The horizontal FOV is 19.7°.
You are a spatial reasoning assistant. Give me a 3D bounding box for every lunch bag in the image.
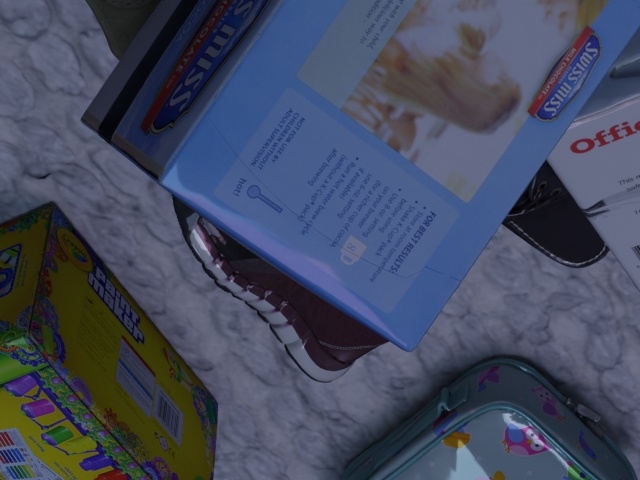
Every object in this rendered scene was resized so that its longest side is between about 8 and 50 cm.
[{"bbox_3d":[0.155,0.248,1.765,0.224,0.108,0.279,44,117,-9],"label":"lunch bag"}]

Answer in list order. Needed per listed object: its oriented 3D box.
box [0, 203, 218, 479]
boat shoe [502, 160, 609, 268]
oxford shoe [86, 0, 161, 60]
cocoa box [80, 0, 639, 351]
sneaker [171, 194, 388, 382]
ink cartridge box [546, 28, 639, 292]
[{"bbox_3d":[-0.288,0.166,1.676,0.279,0.177,0.290,-22,127,18],"label":"box"},{"bbox_3d":[0.151,-0.063,1.527,0.103,0.092,0.285,-27,124,24],"label":"boat shoe"},{"bbox_3d":[-0.085,-0.158,1.460,0.130,0.123,0.348,-10,130,38],"label":"oxford shoe"},{"bbox_3d":[0.039,-0.142,1.282,0.231,0.228,0.347,35,90,-24],"label":"cocoa box"},{"bbox_3d":[0.000,0.000,1.591,0.163,0.106,0.281,-27,135,16],"label":"sneaker"},{"bbox_3d":[0.296,-0.085,1.454,0.197,0.114,0.273,-22,141,18],"label":"ink cartridge box"}]
